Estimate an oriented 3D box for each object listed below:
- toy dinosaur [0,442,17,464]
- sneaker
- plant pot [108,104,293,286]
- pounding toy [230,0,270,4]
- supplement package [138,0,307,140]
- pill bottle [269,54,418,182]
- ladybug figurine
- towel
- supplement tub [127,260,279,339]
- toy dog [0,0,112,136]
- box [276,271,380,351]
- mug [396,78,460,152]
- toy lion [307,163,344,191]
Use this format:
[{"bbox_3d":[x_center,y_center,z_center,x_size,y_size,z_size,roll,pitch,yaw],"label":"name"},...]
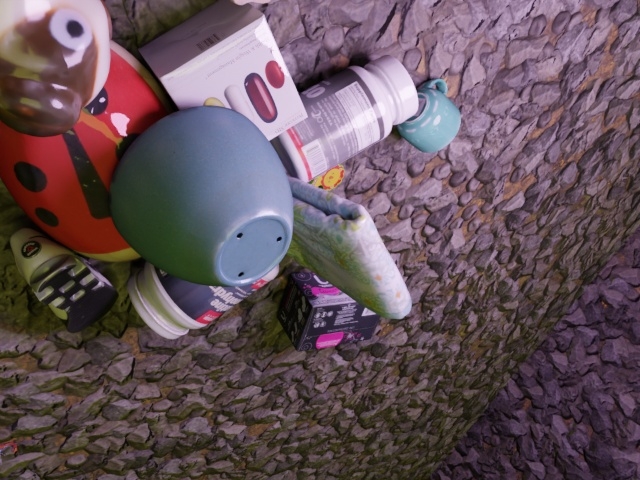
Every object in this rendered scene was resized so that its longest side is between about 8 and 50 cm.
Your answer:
[{"bbox_3d":[-0.771,0.502,1.291,0.082,0.047,0.090,-36,130,-30],"label":"toy dinosaur"},{"bbox_3d":[-0.498,0.073,1.060,0.122,0.146,0.330,-40,165,-24],"label":"sneaker"},{"bbox_3d":[-0.156,-0.038,0.866,0.290,0.195,0.290,-27,141,-25],"label":"plant pot"},{"bbox_3d":[-0.148,-0.505,0.817,0.154,0.155,0.269,-48,156,-32],"label":"pounding toy"},{"bbox_3d":[-0.164,-0.273,0.946,0.194,0.149,0.203,-34,136,-5],"label":"supplement package"},{"bbox_3d":[0.041,-0.248,1.096,0.283,0.161,0.161,-31,137,-8],"label":"pill bottle"},{"bbox_3d":[-0.375,-0.129,0.896,0.305,0.162,0.449,-18,132,-7],"label":"ladybug figurine"},{"bbox_3d":[0.000,0.000,1.140,0.090,0.374,0.320,-52,139,-14],"label":"towel"},{"bbox_3d":[-0.242,0.065,1.143,0.272,0.191,0.191,-35,138,7],"label":"supplement tub"},{"bbox_3d":[-0.447,-0.237,0.595,0.408,0.284,0.395,4,136,-3],"label":"toy dog"},{"bbox_3d":[0.031,0.179,1.474,0.247,0.142,0.163,-3,126,-33],"label":"box"},{"bbox_3d":[0.234,-0.287,1.231,0.129,0.157,0.097,-32,141,31],"label":"mug"},{"bbox_3d":[0.009,-0.140,1.267,0.096,0.034,0.100,8,121,-47],"label":"toy lion"}]
